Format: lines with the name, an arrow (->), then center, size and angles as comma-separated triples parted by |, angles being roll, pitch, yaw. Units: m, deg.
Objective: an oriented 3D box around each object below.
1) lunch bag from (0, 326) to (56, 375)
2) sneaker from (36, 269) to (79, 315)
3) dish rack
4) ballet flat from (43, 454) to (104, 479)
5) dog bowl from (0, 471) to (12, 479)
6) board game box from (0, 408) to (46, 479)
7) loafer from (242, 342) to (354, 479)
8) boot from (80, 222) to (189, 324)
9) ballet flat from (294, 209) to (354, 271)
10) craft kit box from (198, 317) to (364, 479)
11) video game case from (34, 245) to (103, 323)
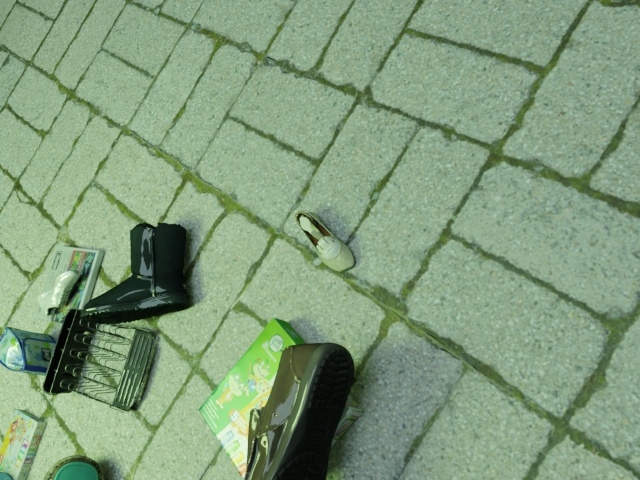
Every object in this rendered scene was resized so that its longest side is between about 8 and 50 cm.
lunch bag -> -0.702, 0.283, 1.493 | 0.151, 0.129, 0.096 | 30, 91, 37
sneaker -> -0.654, 0.133, 1.540 | 0.152, 0.054, 0.061 | -42, 64, 20
dish rack -> -0.507, 0.277, 1.405 | 0.271, 0.074, 0.208 | 6, 77, 34
ballet flat -> -0.532, 0.692, 1.227 | 0.182, 0.164, 0.482 | -48, 37, 47
dog bowl -> -0.836, 0.656, 1.460 | 0.297, 0.074, 0.166 | -34, 64, 25
board game box -> -0.741, 0.507, 1.499 | 0.103, 0.026, 0.154 | 10, 79, 34
loafer -> -0.058, 0.337, 1.015 | 0.130, 0.134, 0.366 | 13, 75, 45
boot -> -0.418, 0.071, 1.380 | 0.246, 0.094, 0.207 | -11, 66, 2
ballet flat -> 0.000, 0.000, 1.194 | 0.057, 0.052, 0.168 | -49, 55, 8
craft kit box -> -0.082, 0.317, 1.133 | 0.246, 0.061, 0.250 | -50, 55, 5
video game case -> -0.657, 0.117, 1.590 | 0.183, 0.023, 0.201 | 4, 75, 34
